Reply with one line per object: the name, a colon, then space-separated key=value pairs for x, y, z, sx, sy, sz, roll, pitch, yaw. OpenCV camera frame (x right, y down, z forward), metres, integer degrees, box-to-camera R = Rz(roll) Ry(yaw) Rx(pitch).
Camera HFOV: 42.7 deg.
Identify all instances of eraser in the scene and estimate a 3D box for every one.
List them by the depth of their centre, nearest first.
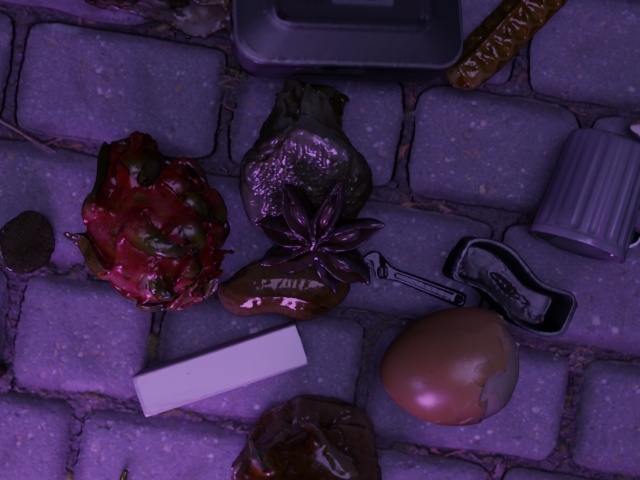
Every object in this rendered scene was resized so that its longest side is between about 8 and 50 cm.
eraser: x=-0.173 y=0.224 z=1.447 sx=0.298 sy=0.078 sz=0.076 roll=-18 pitch=92 yaw=-1

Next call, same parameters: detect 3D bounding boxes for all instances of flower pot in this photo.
flower pot: x=0.332 y=0.080 z=1.449 sx=0.229 sy=0.108 sz=0.103 roll=36 pitch=89 yaw=-3

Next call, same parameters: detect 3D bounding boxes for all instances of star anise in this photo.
star anise: x=0.000 y=-0.015 z=1.327 sx=0.212 sy=0.073 sz=0.197 roll=22 pitch=120 yaw=7

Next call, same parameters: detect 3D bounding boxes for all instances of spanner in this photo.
spanner: x=0.170 y=0.071 z=1.490 sx=0.208 sy=0.012 sz=0.046 roll=22 pitch=89 yaw=-2

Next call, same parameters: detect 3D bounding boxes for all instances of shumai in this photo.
shumai: x=-0.026 y=0.431 z=1.366 sx=0.267 sy=0.262 sz=0.314 roll=26 pitch=91 yaw=-1
shumai: x=-0.017 y=-0.135 z=1.426 sx=0.225 sy=0.222 sz=0.261 roll=18 pitch=126 yaw=-3
shumai: x=-0.534 y=0.009 z=1.437 sx=0.087 sy=0.124 sz=0.099 roll=-10 pitch=115 yaw=36

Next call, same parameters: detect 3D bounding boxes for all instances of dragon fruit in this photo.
dragon fruit: x=-0.276 y=-0.028 z=1.368 sx=0.237 sy=0.231 sz=0.303 roll=-19 pitch=81 yaw=10

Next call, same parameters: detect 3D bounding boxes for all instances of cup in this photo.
cup: x=0.497 y=-0.069 z=1.436 sx=0.221 sy=0.167 sz=0.202 roll=21 pitch=87 yaw=-24

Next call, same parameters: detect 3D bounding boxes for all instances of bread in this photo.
bread: x=0.362 y=-0.408 z=1.459 sx=0.367 sy=0.084 sz=0.077 roll=-46 pitch=132 yaw=-2

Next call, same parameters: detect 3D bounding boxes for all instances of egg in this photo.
egg: x=0.223 y=0.216 z=1.402 sx=0.244 sy=0.201 sz=0.201 roll=-7 pitch=91 yaw=10

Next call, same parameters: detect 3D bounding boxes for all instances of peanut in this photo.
peanut: x=-0.064 y=0.087 z=1.436 sx=0.236 sy=0.120 sz=0.110 roll=-8 pitch=58 yaw=4

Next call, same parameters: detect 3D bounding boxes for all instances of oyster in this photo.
oyster: x=-0.274 y=-0.429 z=1.410 sx=0.341 sy=0.166 sz=0.110 roll=14 pitch=88 yaw=6

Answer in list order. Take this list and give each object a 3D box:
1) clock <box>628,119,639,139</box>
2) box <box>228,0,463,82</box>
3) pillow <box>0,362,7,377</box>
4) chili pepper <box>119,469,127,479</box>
clock: x=0.723 y=-0.177 z=1.459 sx=0.324 sy=0.108 sz=0.265 roll=-14 pitch=92 yaw=-1
box: x=0.036 y=-0.470 z=1.381 sx=0.396 sy=0.111 sz=0.396 roll=-2 pitch=81 yaw=-13
pillow: x=-0.757 y=0.219 z=1.413 sx=0.305 sy=0.108 sz=0.308 roll=-41 pitch=94 yaw=-6
chili pepper: x=-0.346 y=0.453 z=1.474 sx=0.030 sy=0.017 sz=0.083 roll=-22 pitch=94 yaw=-2
